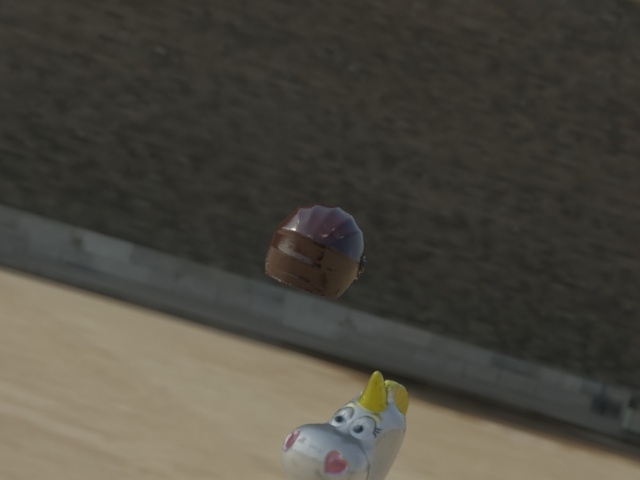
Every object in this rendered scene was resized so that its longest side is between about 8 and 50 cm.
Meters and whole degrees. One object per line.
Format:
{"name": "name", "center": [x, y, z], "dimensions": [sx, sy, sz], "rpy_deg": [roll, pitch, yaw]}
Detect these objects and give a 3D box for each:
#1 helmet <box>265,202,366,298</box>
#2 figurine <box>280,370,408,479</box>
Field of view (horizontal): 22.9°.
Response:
{"name": "helmet", "center": [0.000, 0.000, 1.573], "dimensions": [0.098, 0.070, 0.123], "rpy_deg": [21, 34, 9]}
{"name": "figurine", "center": [0.017, 0.184, 1.225], "dimensions": [0.109, 0.178, 0.129], "rpy_deg": [20, 17, 41]}
